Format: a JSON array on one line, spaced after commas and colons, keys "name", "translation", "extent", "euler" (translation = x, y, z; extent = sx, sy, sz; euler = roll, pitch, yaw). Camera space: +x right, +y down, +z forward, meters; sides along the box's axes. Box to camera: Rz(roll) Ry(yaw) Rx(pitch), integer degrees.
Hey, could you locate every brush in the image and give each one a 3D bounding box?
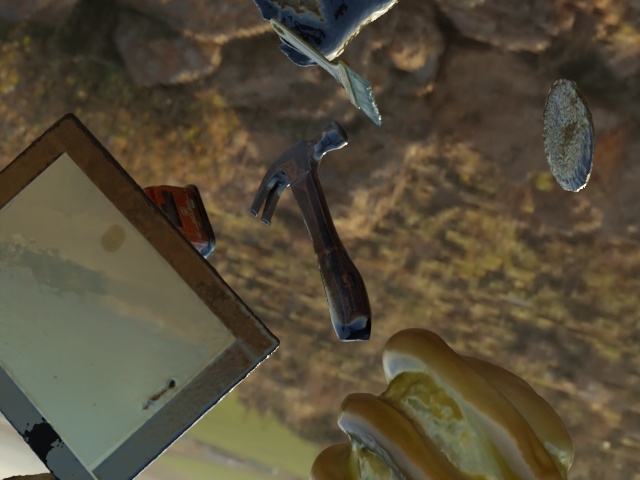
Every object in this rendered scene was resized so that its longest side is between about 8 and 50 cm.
[{"name": "brush", "translation": [0.002, -0.219, 1.641], "extent": [0.205, 0.011, 0.083], "euler": [43, 167, 32]}]

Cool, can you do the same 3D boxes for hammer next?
[{"name": "hammer", "translation": [0.000, 0.000, 1.485], "extent": [0.137, 0.290, 0.037], "euler": [-35, 135, 18]}]

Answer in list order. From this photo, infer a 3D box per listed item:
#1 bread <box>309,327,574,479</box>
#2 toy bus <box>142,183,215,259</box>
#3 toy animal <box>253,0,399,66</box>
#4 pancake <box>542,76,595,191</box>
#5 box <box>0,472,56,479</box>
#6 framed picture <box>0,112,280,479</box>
[{"name": "bread", "translation": [0.123, 0.247, 1.404], "extent": [0.211, 0.270, 0.315], "euler": [5, -154, -38]}, {"name": "toy bus", "translation": [-0.283, 0.024, 1.998], "extent": [0.265, 0.121, 0.120], "euler": [-38, 151, 32]}, {"name": "toy animal", "translation": [0.074, -0.365, 1.759], "extent": [0.168, 0.343, 0.106], "euler": [62, -172, -6]}, {"name": "pancake", "translation": [0.407, -0.175, 2.194], "extent": [0.021, 0.199, 0.199], "euler": [-7, 171, -13]}, {"name": "box", "translation": [-0.308, 0.346, 1.411], "extent": [0.143, 0.184, 0.273], "euler": [-10, 176, 15]}, {"name": "framed picture", "translation": [-0.248, 0.070, 1.376], "extent": [0.347, 0.265, 0.016], "euler": [46, 175, 13]}]
